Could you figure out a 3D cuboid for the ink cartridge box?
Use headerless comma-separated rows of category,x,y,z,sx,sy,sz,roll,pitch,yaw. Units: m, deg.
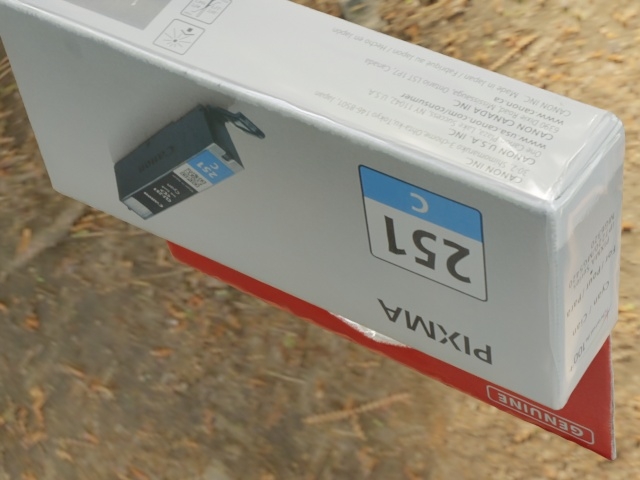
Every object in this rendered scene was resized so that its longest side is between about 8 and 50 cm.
ink cartridge box,0.000,0.000,0.809,0.296,0.261,0.066,23,57,26
